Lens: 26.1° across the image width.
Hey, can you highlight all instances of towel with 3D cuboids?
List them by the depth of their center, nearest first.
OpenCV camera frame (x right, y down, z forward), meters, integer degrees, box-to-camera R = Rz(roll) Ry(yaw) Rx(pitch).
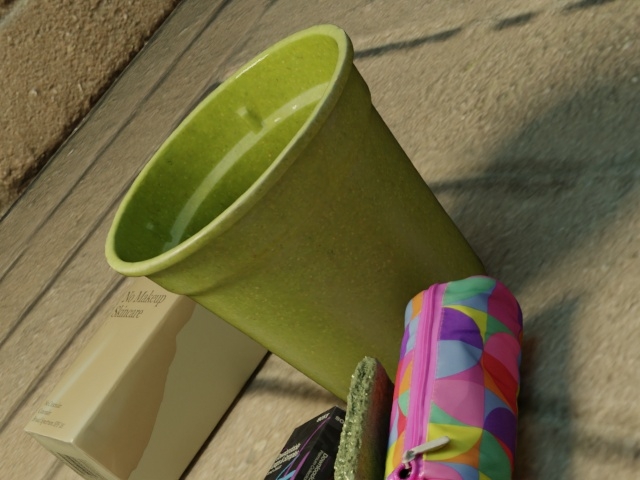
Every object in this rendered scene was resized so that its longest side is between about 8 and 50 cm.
[{"bbox_3d":[0.046,0.168,1.030,0.027,0.110,0.148,-16,34,23],"label":"towel"}]

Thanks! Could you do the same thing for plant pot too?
[{"bbox_3d":[0.000,0.000,1.198,0.276,0.254,0.276,-37,24,19],"label":"plant pot"}]

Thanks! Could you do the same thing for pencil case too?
[{"bbox_3d":[0.099,0.127,1.020,0.104,0.104,0.236,-32,26,29],"label":"pencil case"}]

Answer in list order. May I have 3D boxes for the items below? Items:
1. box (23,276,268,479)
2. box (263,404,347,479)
[{"bbox_3d":[-0.150,0.112,1.432,0.148,0.121,0.311,-5,46,58],"label":"box"},{"bbox_3d":[-0.034,0.217,1.142,0.162,0.029,0.116,-56,6,-26],"label":"box"}]
